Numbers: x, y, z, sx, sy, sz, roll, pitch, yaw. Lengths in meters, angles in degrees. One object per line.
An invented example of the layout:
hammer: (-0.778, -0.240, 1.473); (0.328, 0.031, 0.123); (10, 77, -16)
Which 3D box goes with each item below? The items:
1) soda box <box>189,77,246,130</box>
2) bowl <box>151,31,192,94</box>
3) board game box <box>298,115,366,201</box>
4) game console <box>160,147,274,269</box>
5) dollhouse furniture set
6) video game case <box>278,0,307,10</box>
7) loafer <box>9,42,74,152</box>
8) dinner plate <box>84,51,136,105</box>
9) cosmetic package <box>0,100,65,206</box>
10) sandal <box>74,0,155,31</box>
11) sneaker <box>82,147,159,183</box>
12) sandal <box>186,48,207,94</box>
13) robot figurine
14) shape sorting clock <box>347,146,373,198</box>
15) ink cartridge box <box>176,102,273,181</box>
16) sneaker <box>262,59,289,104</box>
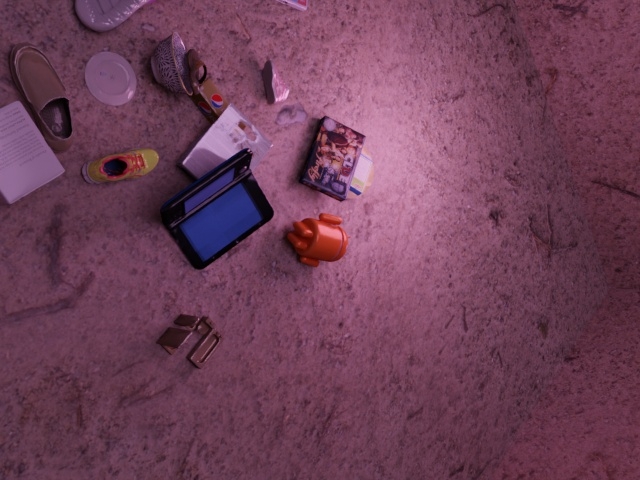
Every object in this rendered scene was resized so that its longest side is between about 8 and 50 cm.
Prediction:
soda box: (-0.300, -0.377, 1.877); (0.181, 0.061, 0.058); (52, 57, -28)
bowl: (-0.409, -0.471, 1.753); (0.080, 0.170, 0.170); (-11, 99, 3)
board game box: (0.042, -0.272, 2.154); (0.165, 0.042, 0.243); (23, 73, -18)
game console: (-0.271, -0.081, 1.780); (0.293, 0.250, 0.173); (-38, 88, -15)
dollhouse furniture set: (-0.332, 0.282, 1.791); (0.151, 0.123, 0.144); (53, 58, -27)
video game case: (-0.153, -0.870, 2.043); (0.285, 0.025, 0.204); (6, 85, -41)
loafer: (-0.652, -0.345, 1.548); (0.102, 0.092, 0.269); (-31, 109, -37)
dinner plate: (-0.546, -0.425, 1.694); (0.141, 0.017, 0.141); (2, 87, -40)
cosmetic package: (-0.712, -0.190, 1.453); (0.151, 0.151, 0.184); (-43, 117, -34)
sandal: (-0.476, -0.696, 1.716); (0.416, 0.102, 0.169); (-40, 100, -21)
sneaker: (-0.502, -0.193, 1.675); (0.208, 0.094, 0.082); (-27, 105, -40)
sandal: (-0.339, -0.468, 1.795); (0.072, 0.049, 0.180); (77, 0, -46)
robot figurine: (0.001, -0.001, 2.087); (0.219, 0.128, 0.158); (15, 72, -40)
shape sorting clock: (0.099, -0.247, 2.236); (0.206, 0.040, 0.206); (3, 84, -35)
ink cartridge box: (-0.275, -0.248, 1.874); (0.189, 0.066, 0.232); (44, 70, -31)
sneaker: (-0.137, -0.498, 2.032); (0.070, 0.051, 0.134); (-16, 103, -42)
